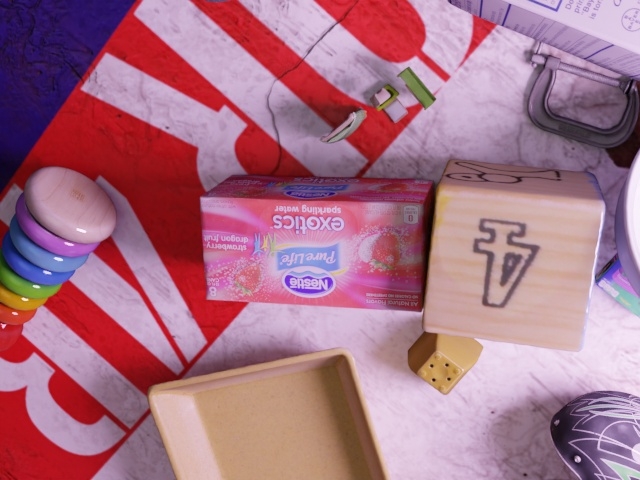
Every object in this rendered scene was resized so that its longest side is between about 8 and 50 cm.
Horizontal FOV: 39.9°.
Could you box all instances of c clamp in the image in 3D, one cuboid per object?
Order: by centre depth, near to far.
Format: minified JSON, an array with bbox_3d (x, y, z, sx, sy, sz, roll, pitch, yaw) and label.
[{"bbox_3d":[0.338,-0.194,1.131,0.160,0.022,0.137,25,110,6],"label":"c clamp"}]

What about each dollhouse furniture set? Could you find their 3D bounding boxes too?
[{"bbox_3d":[0.077,-0.161,1.173,0.151,0.076,0.058,-38,94,19],"label":"dollhouse furniture set"}]

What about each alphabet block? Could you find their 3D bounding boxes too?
[{"bbox_3d":[0.244,0.011,1.125,0.197,0.192,0.193,7,106,12],"label":"alphabet block"}]

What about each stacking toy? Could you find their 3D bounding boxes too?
[{"bbox_3d":[-0.445,0.046,1.341,0.141,0.141,0.330,41,117,-1],"label":"stacking toy"}]

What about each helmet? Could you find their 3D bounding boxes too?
[{"bbox_3d":[0.395,0.282,1.184,0.169,0.169,0.161,-2,121,14],"label":"helmet"}]

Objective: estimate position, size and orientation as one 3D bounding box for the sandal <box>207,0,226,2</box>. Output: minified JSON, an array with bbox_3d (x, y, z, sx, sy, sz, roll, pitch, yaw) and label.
[{"bbox_3d":[-0.076,-0.403,1.158,0.254,0.054,0.097,-35,103,10],"label":"sandal"}]

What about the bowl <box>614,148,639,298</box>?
[{"bbox_3d":[0.473,-0.003,1.066,0.298,0.134,0.298,2,77,-10],"label":"bowl"}]

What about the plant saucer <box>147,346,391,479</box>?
[{"bbox_3d":[-0.059,0.328,1.346,0.333,0.081,0.333,-13,103,16],"label":"plant saucer"}]

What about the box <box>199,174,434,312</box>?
[{"bbox_3d":[0.000,0.000,1.203,0.300,0.142,0.154,3,107,12],"label":"box"}]

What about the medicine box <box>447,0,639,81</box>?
[{"bbox_3d":[0.292,-0.295,0.976,0.289,0.263,0.149,24,101,5],"label":"medicine box"}]

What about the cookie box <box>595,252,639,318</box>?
[{"bbox_3d":[0.435,0.041,1.167,0.092,0.040,0.107,38,110,1],"label":"cookie box"}]

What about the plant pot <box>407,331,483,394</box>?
[{"bbox_3d":[0.172,0.169,1.243,0.081,0.083,0.081,38,111,1],"label":"plant pot"}]
